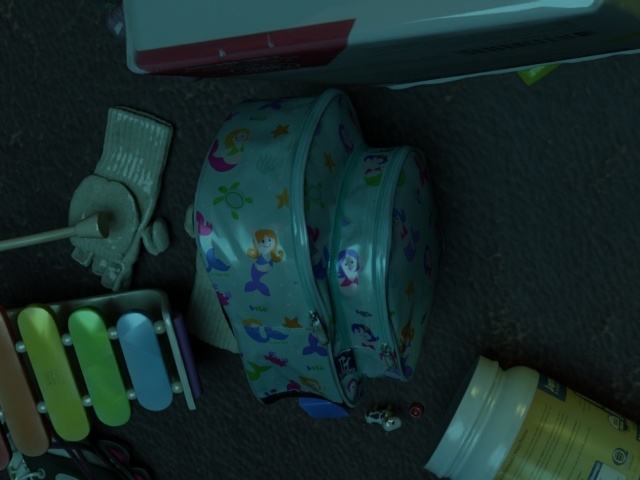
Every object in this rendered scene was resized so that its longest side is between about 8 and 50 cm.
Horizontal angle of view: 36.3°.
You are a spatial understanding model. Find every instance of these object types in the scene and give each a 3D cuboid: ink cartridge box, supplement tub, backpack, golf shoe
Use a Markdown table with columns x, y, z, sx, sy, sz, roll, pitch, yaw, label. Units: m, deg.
| x | y | z | sx | sy | sz | roll | pitch | yaw | label |
| --- | --- | --- | --- | --- | --- | --- | --- | --- | --- |
| 0.080 | -0.202 | 0.680 | 0.279 | 0.384 | 0.161 | -4 | 95 | 24 | ink cartridge box |
| 0.213 | 0.209 | 0.927 | 0.199 | 0.144 | 0.144 | 28 | 114 | 7 | supplement tub |
| 0.000 | 0.000 | 0.850 | 0.191 | 0.225 | 0.254 | -6 | 130 | 25 | backpack |
| -0.322 | 0.240 | 1.125 | 0.272 | 0.120 | 0.105 | 37 | 117 | 4 | golf shoe |

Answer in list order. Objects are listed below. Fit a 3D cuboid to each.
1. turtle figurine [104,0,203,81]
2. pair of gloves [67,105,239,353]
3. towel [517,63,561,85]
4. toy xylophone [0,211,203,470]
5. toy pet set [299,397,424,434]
| x | y | z | sx | sy | sz | roll | pitch | yaw | label |
| --- | --- | --- | --- | --- | --- | --- | --- | --- | --- |
| -0.097 | -0.264 | 0.886 | 0.175 | 0.118 | 0.234 | 41 | 121 | 1 | turtle figurine |
| -0.155 | -0.007 | 1.028 | 0.240 | 0.042 | 0.204 | 30 | 115 | 7 | pair of gloves |
| 0.246 | -0.239 | 0.831 | 0.237 | 0.021 | 0.102 | -35 | 94 | 25 | towel |
| -0.290 | 0.107 | 1.031 | 0.322 | 0.081 | 0.236 | -17 | 109 | 12 | toy xylophone |
| 0.039 | 0.143 | 1.004 | 0.114 | 0.065 | 0.122 | -7 | 106 | 20 | toy pet set |
